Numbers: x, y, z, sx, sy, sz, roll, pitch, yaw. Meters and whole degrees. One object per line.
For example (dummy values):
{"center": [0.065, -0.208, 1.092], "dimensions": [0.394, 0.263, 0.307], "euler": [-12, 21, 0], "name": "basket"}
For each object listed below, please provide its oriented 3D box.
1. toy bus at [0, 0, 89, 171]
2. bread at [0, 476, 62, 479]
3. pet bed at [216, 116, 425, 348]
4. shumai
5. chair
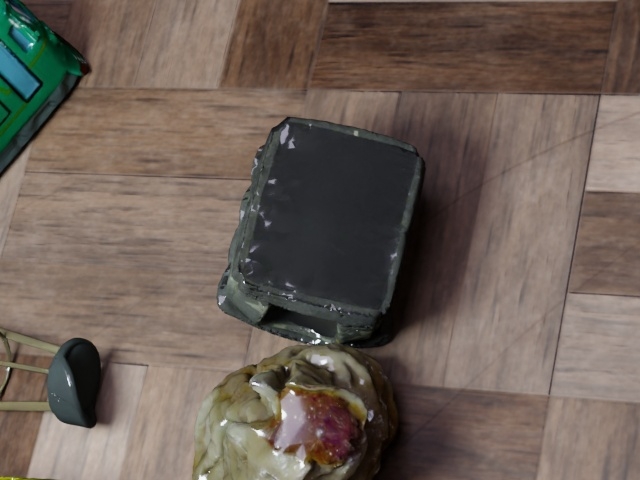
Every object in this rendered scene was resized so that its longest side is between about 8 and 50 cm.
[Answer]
{"center": [-0.453, -0.155, 2.213], "dimensions": [0.183, 0.199, 0.343], "euler": [34, 80, 33], "name": "toy bus"}
{"center": [-0.382, 0.312, 1.970], "dimensions": [0.383, 0.166, 0.112], "euler": [1, 46, 22], "name": "bread"}
{"center": [0.000, 0.000, 1.984], "dimensions": [0.183, 0.159, 0.211], "euler": [13, 70, -1], "name": "pet bed"}
{"center": [-0.048, 0.179, 1.885], "dimensions": [0.218, 0.185, 0.184], "euler": [-14, 61, 16], "name": "shumai"}
{"center": [-0.321, 0.135, 2.080], "dimensions": [0.221, 0.104, 0.095], "euler": [10, 53, 29], "name": "chair"}
